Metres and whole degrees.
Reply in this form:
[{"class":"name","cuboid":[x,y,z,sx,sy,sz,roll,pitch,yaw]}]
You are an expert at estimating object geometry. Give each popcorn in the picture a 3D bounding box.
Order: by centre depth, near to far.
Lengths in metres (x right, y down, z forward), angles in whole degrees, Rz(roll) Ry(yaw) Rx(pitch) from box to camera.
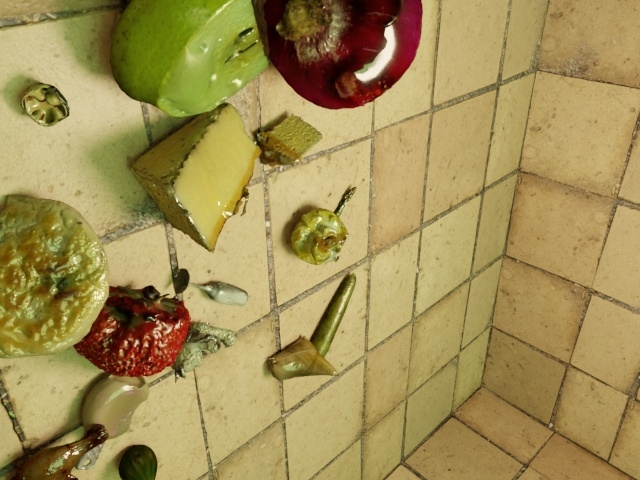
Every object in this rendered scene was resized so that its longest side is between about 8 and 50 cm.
[{"class":"popcorn","cuboid":[0.000,0.000,1.771,0.197,0.212,0.198,-4,107,-12]}]

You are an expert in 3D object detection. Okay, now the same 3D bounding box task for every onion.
[{"class":"onion","cuboid":[0.081,-0.530,1.450,0.420,0.398,0.399,-15,125,-71]}]

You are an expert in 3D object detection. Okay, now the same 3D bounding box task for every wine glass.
[{"class":"wine glass","cuboid":[-0.302,0.142,1.610,0.262,0.074,0.074,25,92,-52]}]

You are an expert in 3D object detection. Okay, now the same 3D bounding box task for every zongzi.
[{"class":"zongzi","cuboid":[-0.060,0.442,1.951,0.194,0.197,0.099,-26,138,-33]}]

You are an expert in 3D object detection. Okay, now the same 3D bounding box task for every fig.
[{"class":"fig","cuboid":[-0.508,0.662,1.596,0.117,0.177,0.117,-11,116,-24]}]

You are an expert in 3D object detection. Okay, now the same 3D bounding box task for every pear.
[{"class":"pear","cuboid":[-0.290,-0.412,1.174,0.318,0.238,0.342,-41,173,-5]}]

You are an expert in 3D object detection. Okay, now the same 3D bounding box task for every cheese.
[{"class":"cheese","cuboid":[-0.569,0.483,1.501,0.163,0.082,0.287,19,99,-49]}]

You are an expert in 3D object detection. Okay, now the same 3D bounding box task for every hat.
[{"class":"hat","cuboid":[-0.541,-0.270,1.109,0.076,0.059,0.077,-34,131,-8]}]

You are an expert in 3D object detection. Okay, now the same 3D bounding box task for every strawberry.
[{"class":"strawberry","cuboid":[-0.452,0.230,1.345,0.261,0.261,0.258,11,95,-50]}]

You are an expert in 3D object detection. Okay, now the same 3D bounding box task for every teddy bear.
[{"class":"teddy bear","cuboid":[-0.346,0.295,1.602,0.213,0.133,0.111,-37,109,-41]}]

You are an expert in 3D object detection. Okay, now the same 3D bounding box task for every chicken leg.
[{"class":"chicken leg","cuboid":[-0.665,0.584,1.407,0.177,0.083,0.323,11,119,-52]}]

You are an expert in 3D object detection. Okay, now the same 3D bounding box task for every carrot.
[{"class":"carrot","cuboid":[0.050,0.283,2.084,0.074,0.074,0.359,27,89,-52]}]

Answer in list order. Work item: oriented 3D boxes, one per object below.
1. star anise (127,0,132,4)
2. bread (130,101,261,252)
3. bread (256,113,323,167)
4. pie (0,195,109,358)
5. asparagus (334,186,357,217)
[{"class":"star anise","cuboid":[-0.381,-0.515,1.146,0.124,0.056,0.129,-22,143,-28]},{"class":"bread","cuboid":[-0.249,-0.154,1.347,0.315,0.279,0.248,-38,130,-10]},{"class":"bread","cuboid":[-0.081,-0.258,1.565,0.147,0.152,0.127,-42,145,-27]},{"class":"pie","cuboid":[-0.585,0.079,1.150,0.337,0.075,0.338,0,90,-22]},{"class":"asparagus","cuboid":[0.057,-0.082,1.907,0.027,0.034,0.236,32,84,-43]}]
